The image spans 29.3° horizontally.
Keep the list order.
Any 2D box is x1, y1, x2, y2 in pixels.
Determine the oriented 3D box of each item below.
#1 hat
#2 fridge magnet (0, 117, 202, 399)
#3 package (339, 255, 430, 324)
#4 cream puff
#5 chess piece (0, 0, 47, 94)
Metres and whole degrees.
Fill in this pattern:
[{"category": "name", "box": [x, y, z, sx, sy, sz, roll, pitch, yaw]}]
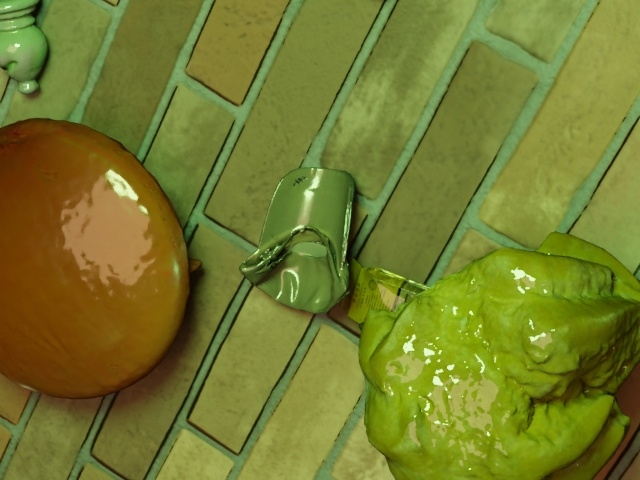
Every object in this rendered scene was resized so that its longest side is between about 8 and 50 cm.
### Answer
[{"category": "hat", "box": [0.000, 0.000, 1.474, 0.147, 0.085, 0.175, 17, 87, 27]}, {"category": "fridge magnet", "box": [-0.325, 0.024, 1.543, 0.364, 0.155, 0.363, 6, 106, 19]}, {"category": "package", "box": [0.082, 0.076, 1.466, 0.131, 0.047, 0.071, 23, 114, 11]}, {"category": "cream puff", "box": [0.216, 0.146, 1.273, 0.270, 0.323, 0.274, -27, 79, 46]}, {"category": "chess piece", "box": [-0.388, -0.309, 1.506, 0.139, 0.139, 0.271, 1, 115, 20]}]
